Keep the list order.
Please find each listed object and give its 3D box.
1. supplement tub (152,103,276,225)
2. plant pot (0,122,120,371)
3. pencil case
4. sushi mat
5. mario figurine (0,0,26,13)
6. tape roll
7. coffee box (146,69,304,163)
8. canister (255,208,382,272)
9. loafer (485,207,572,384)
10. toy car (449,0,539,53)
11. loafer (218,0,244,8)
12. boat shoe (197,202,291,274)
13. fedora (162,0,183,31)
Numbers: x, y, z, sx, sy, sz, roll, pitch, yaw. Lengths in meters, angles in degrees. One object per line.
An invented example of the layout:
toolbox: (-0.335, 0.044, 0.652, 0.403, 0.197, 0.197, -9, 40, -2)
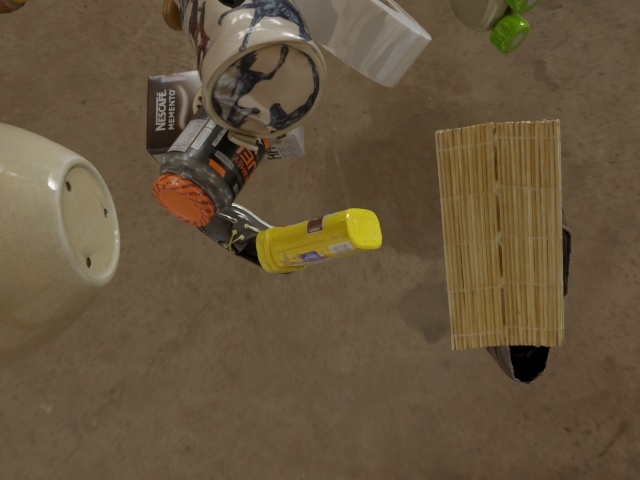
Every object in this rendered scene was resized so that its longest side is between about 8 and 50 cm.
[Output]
supplement tub: (-0.148, -0.120, 1.257, 0.117, 0.117, 0.190, 34, 64, -6)
plant pot: (-0.319, -0.002, 0.908, 0.191, 0.284, 0.284, -10, 100, 11)
pencil case: (-0.129, -0.318, 1.216, 0.160, 0.410, 0.183, 0, 139, -31)
sushi mat: (0.234, 0.000, 1.147, 0.152, 0.019, 0.316, -2, 112, 14)
mario figurine: (-0.351, -0.210, 0.653, 0.321, 0.198, 0.170, -3, 133, 15)
tape roll: (0.035, -0.366, 1.395, 0.286, 0.286, 0.100, 37, 109, -6)
coffee box: (-0.188, -0.249, 1.782, 0.297, 0.119, 0.168, -5, 73, 9)
canister: (0.000, 0.000, 1.447, 0.170, 0.126, 0.073, -15, 82, 28)
loafer: (0.338, 0.091, 1.394, 0.134, 0.130, 0.365, -15, 135, -6)
toy car: (0.266, -0.370, 1.175, 0.188, 0.149, 0.155, -34, 70, -20)
loafer: (-0.064, -0.271, 0.714, 0.061, 0.170, 0.062, -37, 67, -26)
boat shoe: (-0.141, -0.005, 1.677, 0.228, 0.068, 0.081, 24, 124, -21)
fedora: (-0.229, -0.471, 1.618, 0.194, 0.194, 0.079, -42, 76, 7)
